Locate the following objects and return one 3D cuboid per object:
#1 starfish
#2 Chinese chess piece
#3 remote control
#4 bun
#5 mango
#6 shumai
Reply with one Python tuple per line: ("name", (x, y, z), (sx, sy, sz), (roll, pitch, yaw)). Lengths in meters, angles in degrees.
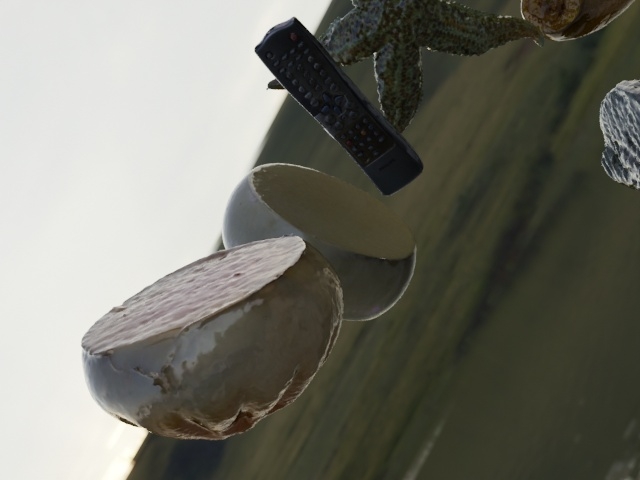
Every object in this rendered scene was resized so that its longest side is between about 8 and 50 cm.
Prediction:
("starfish", (0.073, -0.280, 1.721), (0.347, 0.358, 0.078), (-41, 19, 15))
("Chinese chess piece", (0.000, 0.000, 1.895), (0.102, 0.273, 0.273), (-65, -7, 23))
("remote control", (0.020, -0.130, 1.394), (0.059, 0.212, 0.028), (-34, 24, 21))
("bun", (-0.107, 0.125, 1.542), (0.299, 0.165, 0.299), (-24, 13, 6))
("mango", (0.399, -0.395, 1.991), (0.359, 0.144, 0.187), (-45, -17, -23))
("shumai", (0.566, -0.166, 2.209), (0.256, 0.218, 0.189), (-133, 36, -69))
